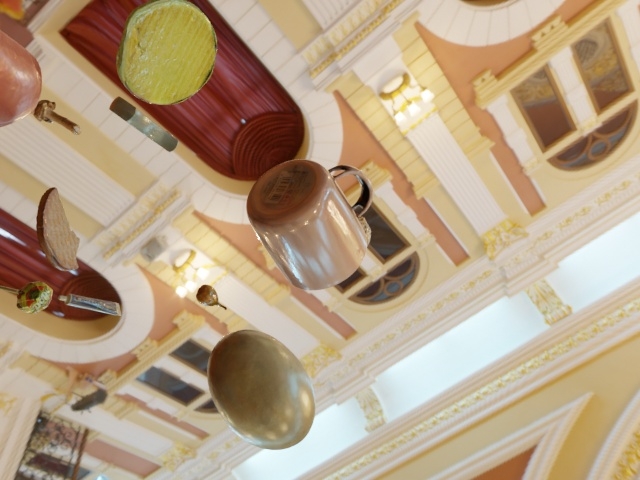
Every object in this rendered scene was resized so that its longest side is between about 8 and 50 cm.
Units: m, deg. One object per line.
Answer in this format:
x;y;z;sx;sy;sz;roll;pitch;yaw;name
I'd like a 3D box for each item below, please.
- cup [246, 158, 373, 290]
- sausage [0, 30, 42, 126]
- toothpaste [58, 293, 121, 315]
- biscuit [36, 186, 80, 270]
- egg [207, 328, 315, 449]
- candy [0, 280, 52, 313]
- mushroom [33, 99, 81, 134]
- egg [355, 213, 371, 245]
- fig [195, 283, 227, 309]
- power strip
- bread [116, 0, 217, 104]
-0.006;-0.055;0.908;0.253;0.200;0.191;-40;-134;-9;cup
-0.485;-0.240;0.622;0.148;0.148;0.254;-45;170;3;sausage
-0.720;0.199;1.456;0.035;0.197;0.057;-47;-131;16;toothpaste
-0.725;-0.029;1.282;0.031;0.228;0.176;-4;177;1;biscuit
-0.162;0.406;1.277;0.258;0.352;0.258;-36;168;-9;egg
-0.891;0.159;1.369;0.306;0.083;0.091;2;-134;35;candy
-0.688;-0.322;1.221;0.187;0.060;0.061;26;-73;22;mushroom
0.098;-0.021;1.446;0.116;0.140;0.118;7;-108;33;egg
-0.259;0.141;1.110;0.050;0.083;0.050;-49;-168;14;fig
-0.454;-0.298;1.192;0.137;0.216;0.044;34;-92;21;power strip
-0.413;-0.513;1.274;0.301;0.301;0.045;-45;-118;2;bread
